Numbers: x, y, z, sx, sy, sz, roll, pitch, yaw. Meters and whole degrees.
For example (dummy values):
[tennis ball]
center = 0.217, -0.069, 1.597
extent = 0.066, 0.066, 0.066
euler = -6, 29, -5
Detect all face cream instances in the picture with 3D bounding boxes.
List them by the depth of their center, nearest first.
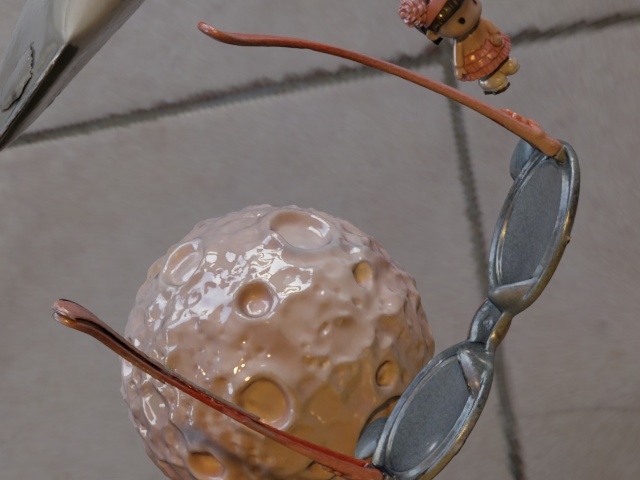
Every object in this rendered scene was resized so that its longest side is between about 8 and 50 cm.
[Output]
[face cream]
center = -0.149, -0.173, 1.215
extent = 0.089, 0.314, 0.143
euler = 36, 135, -12

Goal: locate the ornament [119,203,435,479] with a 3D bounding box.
[ornament]
center = -0.028, 0.100, 1.502
extent = 0.225, 0.259, 0.259
euler = 32, 94, 34

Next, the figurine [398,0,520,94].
[figurine]
center = 0.115, -0.176, 1.587
extent = 0.072, 0.129, 0.054
euler = -51, 35, -16

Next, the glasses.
[glasses]
center = 0.000, 0.000, 1.052
extent = 0.268, 0.118, 0.234
euler = 27, 95, -22
